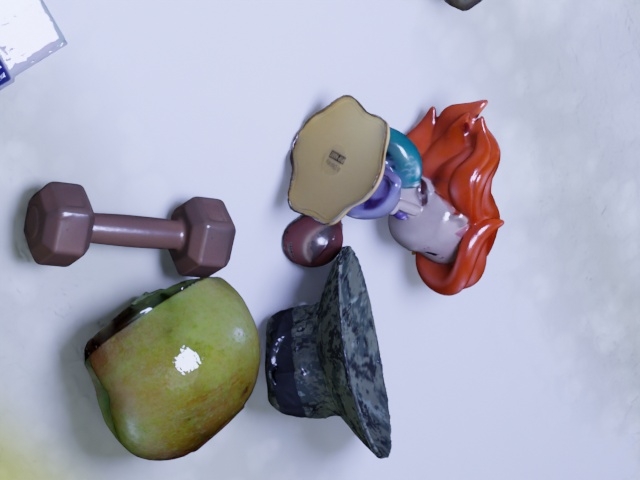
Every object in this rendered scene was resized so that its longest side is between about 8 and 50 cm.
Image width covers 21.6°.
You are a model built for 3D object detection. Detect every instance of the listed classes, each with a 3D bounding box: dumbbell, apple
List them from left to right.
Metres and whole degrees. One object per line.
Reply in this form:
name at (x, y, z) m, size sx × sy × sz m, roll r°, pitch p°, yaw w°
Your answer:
dumbbell at (-0.206, -0.010, 1.821) m, size 0.231 × 0.092 × 0.082 m, roll 5°, pitch 129°, yaw -33°
apple at (-0.157, 0.139, 1.852) m, size 0.188 × 0.174 × 0.207 m, roll -22°, pitch 131°, yaw -21°

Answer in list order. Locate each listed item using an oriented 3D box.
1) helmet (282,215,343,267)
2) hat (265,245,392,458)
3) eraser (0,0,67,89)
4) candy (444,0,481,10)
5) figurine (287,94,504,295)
helmet at (0.002, 0.000, 1.967) m, size 0.084 × 0.049 × 0.065 m, roll -29°, pitch 116°, yaw -20°
hat at (-0.003, 0.139, 1.948) m, size 0.128 × 0.265 × 0.265 m, roll -10°, pitch 113°, yaw 6°
eraser at (-0.404, -0.177, 1.650) m, size 0.287 × 0.086 × 0.130 m, roll -36°, pitch 119°, yaw -17°
candy at (0.143, -0.382, 1.905) m, size 0.104 × 0.102 × 0.234 m, roll -35°, pitch 121°, yaw -17°
figurine at (0.115, -0.064, 1.945) m, size 0.257 × 0.181 × 0.208 m, roll 22°, pitch 59°, yaw -39°
